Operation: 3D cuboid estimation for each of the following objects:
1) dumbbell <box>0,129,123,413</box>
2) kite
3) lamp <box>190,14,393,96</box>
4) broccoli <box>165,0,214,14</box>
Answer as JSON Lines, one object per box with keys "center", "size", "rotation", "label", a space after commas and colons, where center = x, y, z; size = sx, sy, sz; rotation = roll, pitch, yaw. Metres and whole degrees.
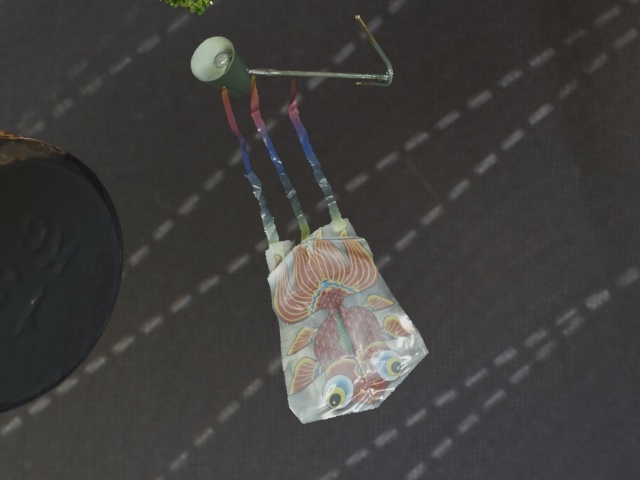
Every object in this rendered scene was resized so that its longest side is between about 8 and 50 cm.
{"center": [-0.327, -0.006, 0.969], "size": [0.322, 0.203, 0.204], "rotation": [17, 54, 39], "label": "dumbbell"}
{"center": [-0.002, 0.001, 0.814], "size": [0.016, 0.229, 0.127], "rotation": [-18, 0, 45], "label": "kite"}
{"center": [-0.019, -0.110, 0.811], "size": [0.121, 0.054, 0.041], "rotation": [-1, 72, 25], "label": "lamp"}
{"center": [-0.043, -0.147, 0.347], "size": [0.146, 0.162, 0.138], "rotation": [-20, 8, -6], "label": "broccoli"}
